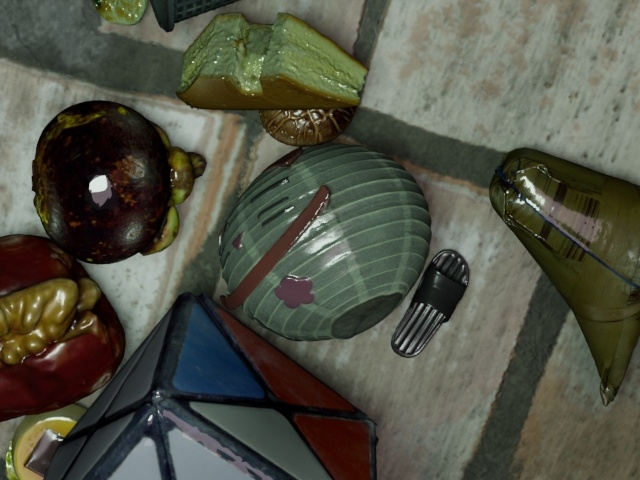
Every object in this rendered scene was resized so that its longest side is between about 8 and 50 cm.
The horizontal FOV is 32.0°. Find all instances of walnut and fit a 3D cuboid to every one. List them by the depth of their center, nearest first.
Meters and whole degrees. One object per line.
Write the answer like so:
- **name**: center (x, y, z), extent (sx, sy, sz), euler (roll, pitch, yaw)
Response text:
- **walnut**: center (-0.380, 0.117, 1.313), extent (0.269, 0.244, 0.222), euler (-28, 95, 5)

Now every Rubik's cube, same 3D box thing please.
- **Rubik's cube**: center (-0.134, 0.293, 1.267), extent (0.307, 0.305, 0.310), euler (38, 105, -12)

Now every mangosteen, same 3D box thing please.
- **mangosteen**: center (-0.231, -0.071, 1.318), extent (0.217, 0.192, 0.192), euler (-8, 108, -28)

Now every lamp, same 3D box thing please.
- **lamp**: center (0.000, 0.000, 1.331), extent (0.233, 0.233, 0.265), euler (36, 119, -14)

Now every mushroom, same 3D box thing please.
- **mushroom**: center (-0.016, -0.170, 1.342), extent (0.109, 0.085, 0.126), euler (9, 67, 29)

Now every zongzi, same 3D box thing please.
- **zongzi**: center (0.307, 0.047, 1.424), extent (0.260, 0.123, 0.289), euler (17, 108, -5)

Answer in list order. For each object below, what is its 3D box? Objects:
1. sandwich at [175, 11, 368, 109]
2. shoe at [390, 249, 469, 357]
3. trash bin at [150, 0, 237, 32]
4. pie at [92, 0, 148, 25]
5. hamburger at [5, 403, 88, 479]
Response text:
- **sandwich**: center (-0.071, -0.200, 1.274), extent (0.244, 0.088, 0.090), euler (5, 64, 21)
- **shoe**: center (0.145, 0.091, 1.455), extent (0.062, 0.053, 0.159), euler (28, 104, -8)
- **trash bin**: center (-0.118, -0.334, 1.257), extent (0.161, 0.175, 0.176), euler (-14, 107, -11)
- **pie**: center (-0.238, -0.295, 1.313), extent (0.085, 0.017, 0.085), euler (10, 116, 20)
- **hamburger**: center (-0.343, 0.280, 1.451), extent (0.126, 0.081, 0.141), euler (15, 92, -13)
